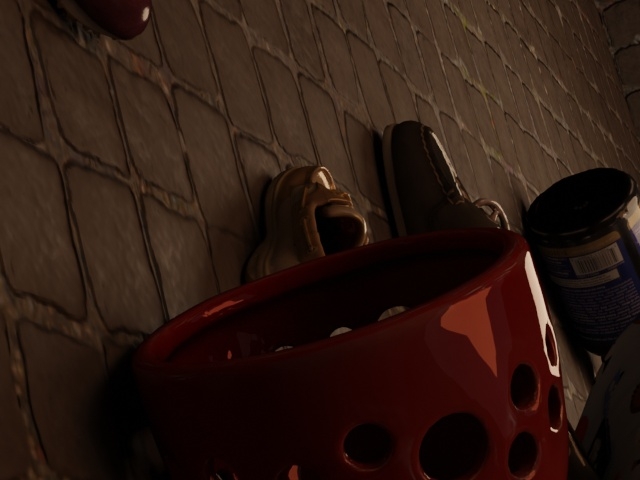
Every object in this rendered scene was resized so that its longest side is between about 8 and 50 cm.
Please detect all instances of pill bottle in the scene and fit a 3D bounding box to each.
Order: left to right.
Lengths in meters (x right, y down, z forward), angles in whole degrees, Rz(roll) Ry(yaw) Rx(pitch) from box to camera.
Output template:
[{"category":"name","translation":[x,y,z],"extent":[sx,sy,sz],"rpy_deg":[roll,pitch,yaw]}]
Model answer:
[{"category":"pill bottle","translation":[0.307,0.044,1.965],"extent":[0.123,0.123,0.219],"rpy_deg":[-82,149,-58]}]

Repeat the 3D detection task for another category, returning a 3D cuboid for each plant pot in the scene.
[{"category":"plant pot","translation":[0.029,0.102,0.868],"extent":[0.191,0.191,0.174],"rpy_deg":[-48,120,-72]}]

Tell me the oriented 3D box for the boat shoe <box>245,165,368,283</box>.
[{"category":"boat shoe","translation":[0.000,0.000,1.120],"extent":[0.170,0.059,0.063],"rpy_deg":[-78,145,-61]}]

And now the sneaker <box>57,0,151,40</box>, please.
[{"category":"sneaker","translation":[-0.113,-0.186,0.919],"extent":[0.069,0.084,0.185],"rpy_deg":[-79,146,-60]}]

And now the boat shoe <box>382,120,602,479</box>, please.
[{"category":"boat shoe","translation":[0.131,0.055,1.421],"extent":[0.112,0.096,0.335],"rpy_deg":[32,41,-65]}]

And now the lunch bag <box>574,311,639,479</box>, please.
[{"category":"lunch bag","translation":[0.300,0.278,1.476],"extent":[0.328,0.239,0.385],"rpy_deg":[-74,151,-66]}]
